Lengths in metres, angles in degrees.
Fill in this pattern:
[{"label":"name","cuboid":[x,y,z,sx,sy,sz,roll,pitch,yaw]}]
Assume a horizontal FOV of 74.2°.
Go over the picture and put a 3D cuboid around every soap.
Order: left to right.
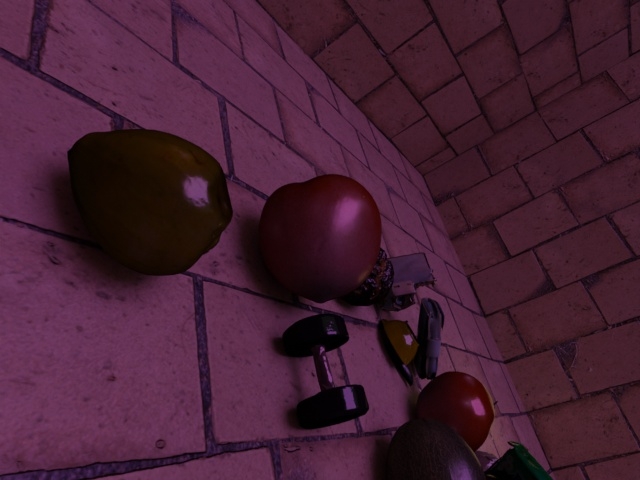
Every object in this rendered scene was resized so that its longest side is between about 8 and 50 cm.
[{"label":"soap","cuboid":[0.555,0.757,1.232,0.098,0.273,0.218,16,24,-41]}]

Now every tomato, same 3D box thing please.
[{"label":"tomato","cuboid":[0.000,0.000,1.064,0.321,0.321,0.321,43,30,-33]},{"label":"tomato","cuboid":[0.433,0.553,1.365,0.224,0.256,0.256,44,25,1]}]

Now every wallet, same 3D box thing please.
[{"label":"wallet","cuboid":[0.380,0.349,1.507,0.176,0.075,0.250,-71,166,-78]}]

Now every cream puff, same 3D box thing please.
[{"label":"cream puff","cuboid":[0.131,0.092,1.356,0.239,0.165,0.239,29,41,-29]}]

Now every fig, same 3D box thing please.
[{"label":"fig","cuboid":[-0.284,-0.075,0.703,0.271,0.239,0.239,35,33,-19]}]

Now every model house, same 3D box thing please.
[{"label":"model house","cuboid":[0.278,0.172,1.558,0.206,0.271,0.178,89,-11,-57]}]

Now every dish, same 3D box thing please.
[{"label":"dish","cuboid":[0.286,0.332,1.463,0.149,0.080,0.208,52,12,-37]}]

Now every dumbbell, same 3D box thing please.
[{"label":"dumbbell","cuboid":[0.008,0.290,0.945,0.152,0.152,0.218,26,41,-51]}]

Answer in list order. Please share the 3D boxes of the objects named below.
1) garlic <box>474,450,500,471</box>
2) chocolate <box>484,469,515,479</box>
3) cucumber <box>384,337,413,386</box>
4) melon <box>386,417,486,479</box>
[{"label":"garlic","cuboid":[0.574,0.820,1.428,0.228,0.152,0.228,58,11,-18]},{"label":"chocolate","cuboid":[0.435,0.763,1.100,0.186,0.283,0.283,25,41,-41]},{"label":"cucumber","cuboid":[0.267,0.413,1.445,0.184,0.033,0.036,57,2,-1]},{"label":"melon","cuboid":[0.283,0.594,1.038,0.237,0.237,0.302,39,27,-38]}]
